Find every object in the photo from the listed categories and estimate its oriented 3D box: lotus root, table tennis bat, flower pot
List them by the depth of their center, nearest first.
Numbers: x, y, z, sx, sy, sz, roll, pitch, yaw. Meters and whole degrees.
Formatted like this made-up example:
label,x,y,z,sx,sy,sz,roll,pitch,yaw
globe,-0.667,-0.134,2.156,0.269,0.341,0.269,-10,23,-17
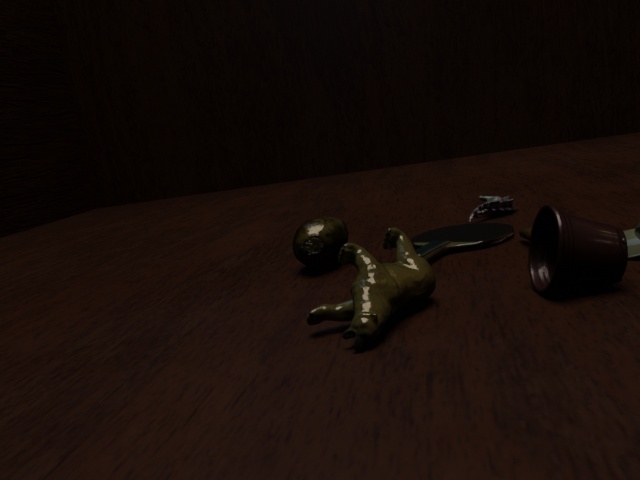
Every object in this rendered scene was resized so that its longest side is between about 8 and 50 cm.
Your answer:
label,x,y,z,sx,sy,sz,roll,pitch,yaw
flower pot,0.310,0.013,0.797,0.089,0.111,0.111,4,10,1
table tennis bat,0.226,0.000,1.143,0.174,0.022,0.301,-1,11,34
lotus root,0.000,0.000,1.152,0.081,0.089,0.179,36,14,6

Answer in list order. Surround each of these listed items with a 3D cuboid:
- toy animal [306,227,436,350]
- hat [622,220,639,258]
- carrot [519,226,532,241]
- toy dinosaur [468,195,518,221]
label,x,y,z,sx,sy,sz,roll,pitch,yaw
toy animal,0.072,0.060,0.798,0.101,0.103,0.219,25,23,29
hat,0.476,-0.018,0.901,0.122,0.081,0.166,-14,1,-40
carrot,0.341,0.001,0.986,0.049,0.049,0.254,-9,7,-1
toy dinosaur,0.360,-0.072,1.386,0.082,0.039,0.209,1,15,38
